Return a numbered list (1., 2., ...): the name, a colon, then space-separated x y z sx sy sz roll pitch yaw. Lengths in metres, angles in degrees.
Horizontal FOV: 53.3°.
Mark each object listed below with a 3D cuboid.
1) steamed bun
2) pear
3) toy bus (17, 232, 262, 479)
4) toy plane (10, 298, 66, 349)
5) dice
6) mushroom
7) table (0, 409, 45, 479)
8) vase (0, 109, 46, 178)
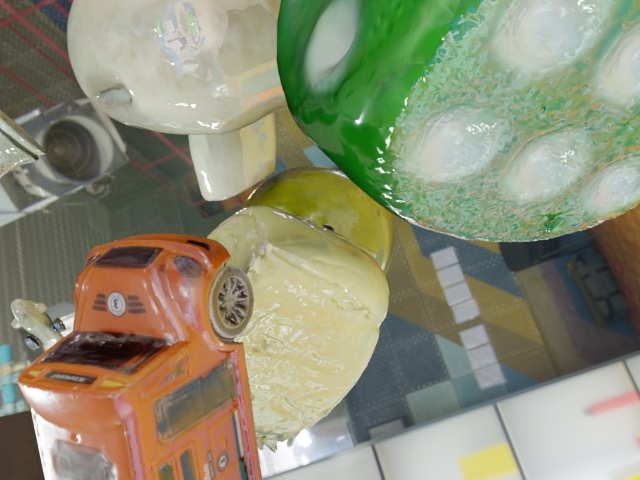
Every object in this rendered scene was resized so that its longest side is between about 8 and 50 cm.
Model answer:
1. steamed bun: -0.060 0.096 0.753 0.232 0.272 0.166 18 -163 -32
2. pear: 0.000 0.000 1.027 0.307 0.253 0.252 -17 -95 -64
3. toy bus: -0.133 0.164 0.504 0.153 0.143 0.328 -23 -70 -59
4. toy plane: -0.652 0.224 1.551 0.108 0.092 0.286 49 171 46
5. dice: 0.154 -0.193 0.510 0.297 0.287 0.299 12 -131 -26
6. mushroom: -0.118 -0.244 0.817 0.353 0.325 0.353 40 -142 -40
7. table: -0.637 0.487 1.264 0.282 0.250 0.196 -3 -133 -42
8. vase: -0.556 -0.055 0.916 0.173 0.321 0.173 44 176 4
